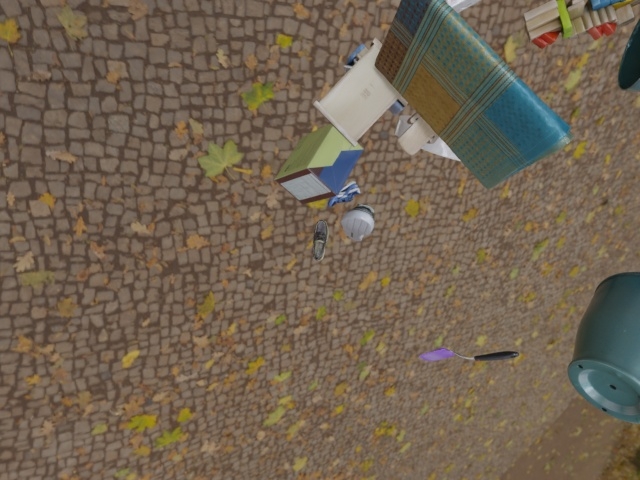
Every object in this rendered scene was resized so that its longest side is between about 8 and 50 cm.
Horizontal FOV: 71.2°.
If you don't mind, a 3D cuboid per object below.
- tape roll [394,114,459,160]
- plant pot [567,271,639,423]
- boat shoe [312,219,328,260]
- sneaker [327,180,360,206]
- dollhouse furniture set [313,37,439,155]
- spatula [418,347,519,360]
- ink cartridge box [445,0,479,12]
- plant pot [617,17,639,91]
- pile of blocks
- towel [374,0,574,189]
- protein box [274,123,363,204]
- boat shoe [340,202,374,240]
[{"bbox_3d":[0.495,-0.420,1.834,0.391,0.392,0.072,-3,122,-34],"label":"tape roll"},{"bbox_3d":[0.709,0.256,1.009,0.255,0.271,0.272,-40,134,-23],"label":"plant pot"},{"bbox_3d":[0.000,0.000,1.633,0.056,0.049,0.152,3,93,1],"label":"boat shoe"},{"bbox_3d":[0.092,-0.171,1.749,0.144,0.059,0.053,-37,170,7],"label":"sneaker"},{"bbox_3d":[0.137,-0.326,1.152,0.286,0.303,0.198,44,99,-7],"label":"dollhouse furniture set"},{"bbox_3d":[0.442,0.345,1.336,0.084,0.296,0.030,33,58,-40],"label":"spatula"},{"bbox_3d":[0.376,-0.723,1.237,0.109,0.063,0.151,-25,90,13],"label":"ink cartridge box"},{"bbox_3d":[1.037,-0.561,1.287,0.290,0.195,0.290,16,90,-80],"label":"plant pot"},{"bbox_3d":[0.753,-0.622,1.246,0.362,0.149,0.113,-15,87,3],"label":"pile of blocks"},{"bbox_3d":[0.262,-0.274,0.837,0.040,0.370,0.271,-41,178,-11],"label":"towel"},{"bbox_3d":[-0.006,-0.244,1.444,0.136,0.201,0.200,40,65,-26],"label":"protein box"},{"bbox_3d":[0.148,-0.088,1.715,0.121,0.335,0.119,25,81,1],"label":"boat shoe"}]
